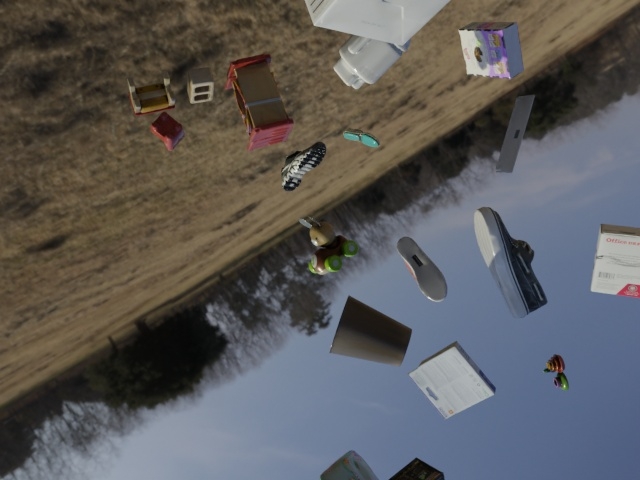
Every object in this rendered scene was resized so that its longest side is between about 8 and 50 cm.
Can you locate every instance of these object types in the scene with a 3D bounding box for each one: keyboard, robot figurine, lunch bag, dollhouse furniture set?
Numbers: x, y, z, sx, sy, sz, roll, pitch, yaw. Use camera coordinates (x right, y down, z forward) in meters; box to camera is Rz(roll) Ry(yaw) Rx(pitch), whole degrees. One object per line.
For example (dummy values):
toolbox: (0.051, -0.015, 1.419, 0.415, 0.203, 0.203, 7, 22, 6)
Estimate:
keyboard: (0.618, -0.337, 1.847, 0.014, 0.255, 0.072, 15, -179, -31)
robot figurine: (0.218, -0.775, 2.335, 0.353, 0.199, 0.300, -43, 167, 24)
lunch bag: (0.125, 0.706, 1.549, 0.108, 0.279, 0.224, -39, 164, 3)
dollhouse furniture set: (-0.277, -0.326, 1.489, 0.374, 0.201, 0.152, -16, 174, -16)

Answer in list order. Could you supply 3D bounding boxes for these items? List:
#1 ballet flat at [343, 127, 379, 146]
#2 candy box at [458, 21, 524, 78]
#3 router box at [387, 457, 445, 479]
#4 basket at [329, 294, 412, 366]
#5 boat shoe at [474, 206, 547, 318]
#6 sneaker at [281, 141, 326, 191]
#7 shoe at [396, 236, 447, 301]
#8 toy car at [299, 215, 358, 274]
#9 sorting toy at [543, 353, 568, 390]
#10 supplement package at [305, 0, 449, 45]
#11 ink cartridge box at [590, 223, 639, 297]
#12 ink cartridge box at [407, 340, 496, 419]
ballet flat: (0.173, -0.426, 2.362, 0.052, 0.168, 0.057, -53, 152, -32)
candy box: (0.563, -0.631, 1.924, 0.070, 0.164, 0.196, -33, -147, -18)
router box: (0.229, 0.594, 1.419, 0.123, 0.038, 0.092, -25, -160, -31)
basket: (0.166, 0.304, 1.864, 0.154, 0.227, 0.204, -50, 157, -74)
boat shoe: (0.521, 0.047, 1.589, 0.119, 0.335, 0.121, -25, -164, 1)
sneaker: (-0.071, -0.281, 2.039, 0.078, 0.106, 0.234, 8, 140, -40)
shoe: (0.249, 0.071, 1.394, 0.063, 0.178, 0.081, -36, 158, 9)
toy car: (0.000, 0.000, 1.867, 0.149, 0.188, 0.155, -42, -168, -22)
sorting toy: (0.618, 0.349, 1.535, 0.042, 0.101, 0.061, -13, -172, -2)
supplement package: (0.121, -0.529, 1.162, 0.262, 0.145, 0.204, -6, 160, -41)
ink cartridge box: (0.679, 0.044, 1.312, 0.109, 0.150, 0.063, 8, -153, 21)
ink cartridge box: (0.462, 0.497, 2.062, 0.224, 0.223, 0.045, -39, -179, 29)
